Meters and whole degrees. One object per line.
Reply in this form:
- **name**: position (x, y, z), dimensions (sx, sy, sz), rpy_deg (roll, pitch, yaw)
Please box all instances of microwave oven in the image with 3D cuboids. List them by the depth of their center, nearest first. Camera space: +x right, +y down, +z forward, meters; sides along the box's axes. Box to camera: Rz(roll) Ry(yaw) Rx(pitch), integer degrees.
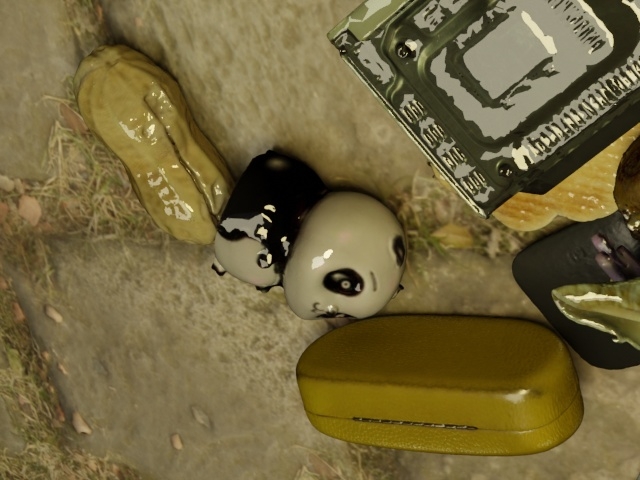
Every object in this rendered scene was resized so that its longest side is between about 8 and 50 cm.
- **microwave oven**: position (0.230, -0.232, 1.621), dimensions (0.355, 0.218, 0.286), rpy_deg (-38, 93, 31)

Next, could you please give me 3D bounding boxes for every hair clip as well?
- **hair clip**: position (0.397, 0.106, 1.839), dimensions (0.278, 0.137, 0.090), rpy_deg (34, 116, -12)

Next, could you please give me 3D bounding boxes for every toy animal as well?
- **toy animal**: position (-0.007, 0.004, 2.025), dimensions (0.235, 0.165, 0.187), rpy_deg (31, 155, 9)

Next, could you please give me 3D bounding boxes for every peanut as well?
- **peanut**: position (-0.203, -0.120, 2.081), dimensions (0.130, 0.130, 0.290), rpy_deg (-20, 111, 39)

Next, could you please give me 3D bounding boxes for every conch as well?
- **conch**: position (0.446, 0.054, 1.739), dimensions (0.386, 0.169, 0.203), rpy_deg (2, 119, 14)

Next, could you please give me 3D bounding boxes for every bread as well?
- **bread**: position (0.234, -0.149, 1.845), dimensions (0.316, 0.054, 0.316), rpy_deg (17, 129, 22)

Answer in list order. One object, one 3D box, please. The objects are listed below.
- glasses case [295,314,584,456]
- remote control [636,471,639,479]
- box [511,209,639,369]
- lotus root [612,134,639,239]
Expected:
- **glasses case**: position (0.155, 0.186, 2.055), dimensions (0.371, 0.173, 0.141), rpy_deg (1, 122, 34)
- **remote control**: position (0.565, 0.388, 2.047), dimensions (0.377, 0.044, 0.107), rpy_deg (25, 137, 13)
- **box**: position (0.350, 0.056, 1.934), dimensions (0.212, 0.042, 0.201), rpy_deg (-31, 103, 41)
- **lotus root**: position (0.414, -0.090, 1.714), dimensions (0.241, 0.123, 0.124), rpy_deg (-31, 104, 26)
